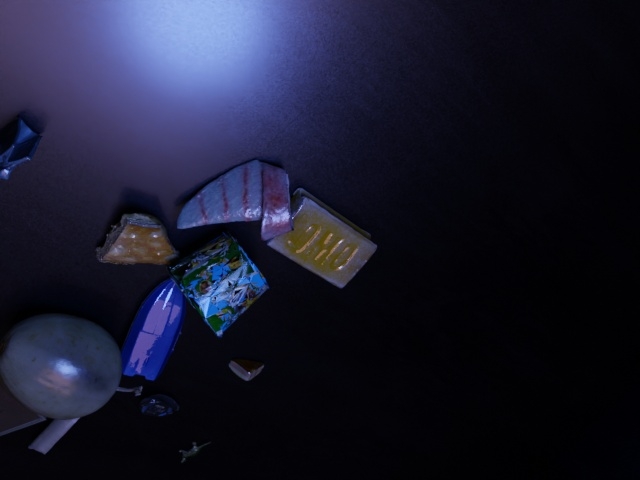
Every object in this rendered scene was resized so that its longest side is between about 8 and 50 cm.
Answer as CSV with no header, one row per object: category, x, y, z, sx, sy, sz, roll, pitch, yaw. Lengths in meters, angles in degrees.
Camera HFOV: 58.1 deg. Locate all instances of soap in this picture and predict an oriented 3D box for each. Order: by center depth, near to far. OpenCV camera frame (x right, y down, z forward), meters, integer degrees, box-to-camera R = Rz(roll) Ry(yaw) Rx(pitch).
soap,0.000,0.000,1.557,0.274,0.089,0.173,32,105,-31

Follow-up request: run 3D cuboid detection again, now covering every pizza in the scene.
pizza,-0.430,-0.007,1.427,0.204,0.080,0.188,9,140,-34

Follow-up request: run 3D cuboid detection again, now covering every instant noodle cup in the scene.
instant noodle cup,-0.250,0.100,1.455,0.178,0.240,0.240,-36,125,-8

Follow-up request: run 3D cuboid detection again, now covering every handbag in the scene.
handbag,-0.695,-0.150,1.187,0.229,0.179,0.062,-32,125,5

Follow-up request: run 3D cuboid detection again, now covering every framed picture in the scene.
framed picture,-0.891,0.454,1.555,0.189,0.023,0.259,-19,135,-7

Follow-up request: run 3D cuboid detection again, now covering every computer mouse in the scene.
computer mouse,-0.485,0.489,1.722,0.079,0.047,0.135,-35,137,19

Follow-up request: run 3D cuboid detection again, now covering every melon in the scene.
melon,-0.642,0.311,1.441,0.272,0.271,0.307,-26,122,-1

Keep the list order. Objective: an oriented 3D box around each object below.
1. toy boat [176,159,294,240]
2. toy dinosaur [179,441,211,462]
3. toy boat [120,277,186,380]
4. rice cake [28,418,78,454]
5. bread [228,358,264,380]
toy boat,-0.214,-0.092,1.412,0.283,0.096,0.206,-8,82,0
toy dinosaur,-0.411,0.687,1.884,0.120,0.029,0.060,-28,140,-6
toy boat,-0.440,0.227,1.561,0.129,0.088,0.295,19,102,-26
rice cake,-0.739,0.521,1.655,0.256,0.052,0.057,-45,120,11
bread,-0.222,0.394,1.741,0.109,0.062,0.043,13,116,-21
